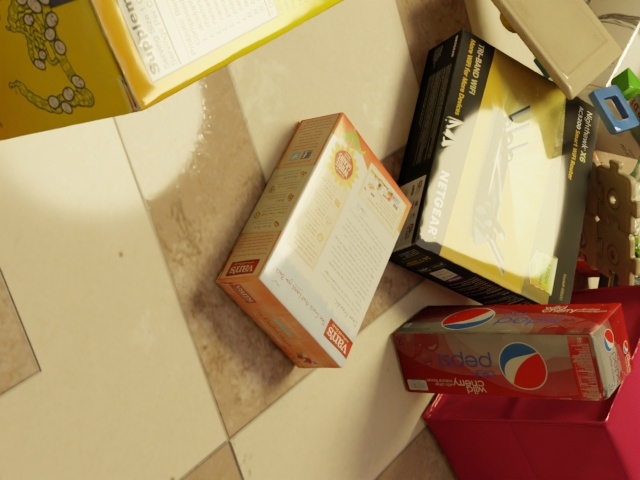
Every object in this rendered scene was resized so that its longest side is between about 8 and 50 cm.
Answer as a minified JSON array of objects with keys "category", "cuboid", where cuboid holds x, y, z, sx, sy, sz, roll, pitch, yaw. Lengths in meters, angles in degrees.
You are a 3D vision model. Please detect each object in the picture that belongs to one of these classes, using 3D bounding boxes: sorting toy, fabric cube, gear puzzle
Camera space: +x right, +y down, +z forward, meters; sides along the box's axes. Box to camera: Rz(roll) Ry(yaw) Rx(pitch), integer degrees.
[{"category":"sorting toy","cuboid":[0.301,-0.283,1.345,0.348,0.047,0.196,52,45,-1]},{"category":"fabric cube","cuboid":[0.331,0.239,1.325,0.254,0.259,0.258,-52,123,-39]},{"category":"gear puzzle","cuboid":[0.396,-0.036,1.381,0.044,0.339,0.176,-12,112,-15]}]

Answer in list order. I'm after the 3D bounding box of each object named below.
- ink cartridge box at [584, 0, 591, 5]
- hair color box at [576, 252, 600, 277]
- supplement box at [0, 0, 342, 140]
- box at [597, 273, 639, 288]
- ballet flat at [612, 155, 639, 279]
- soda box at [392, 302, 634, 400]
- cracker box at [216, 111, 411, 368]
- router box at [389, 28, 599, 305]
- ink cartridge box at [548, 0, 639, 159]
[{"category":"ink cartridge box","cuboid":[0.433,-0.405,1.671,0.122,0.052,0.089,33,63,-43]},{"category":"hair color box","cuboid":[0.414,-0.004,1.607,0.167,0.053,0.093,21,72,-47]},{"category":"supplement box","cuboid":[-0.136,-0.244,0.852,0.356,0.195,0.194,-40,116,-46]},{"category":"box","cuboid":[0.532,0.145,1.603,0.232,0.059,0.184,16,77,-24]},{"category":"ballet flat","cuboid":[0.533,-0.116,1.535,0.147,0.147,0.409,36,80,-43]},{"category":"soda box","cuboid":[0.221,0.128,1.194,0.092,0.263,0.084,-30,110,-47]},{"category":"cracker box","cuboid":[0.000,0.000,1.093,0.156,0.067,0.232,51,50,-34]},{"category":"router box","cuboid":[0.224,-0.077,1.301,0.242,0.081,0.309,24,66,-24]},{"category":"ink cartridge box","cuboid":[0.506,-0.303,1.638,0.207,0.117,0.283,42,74,-43]}]
